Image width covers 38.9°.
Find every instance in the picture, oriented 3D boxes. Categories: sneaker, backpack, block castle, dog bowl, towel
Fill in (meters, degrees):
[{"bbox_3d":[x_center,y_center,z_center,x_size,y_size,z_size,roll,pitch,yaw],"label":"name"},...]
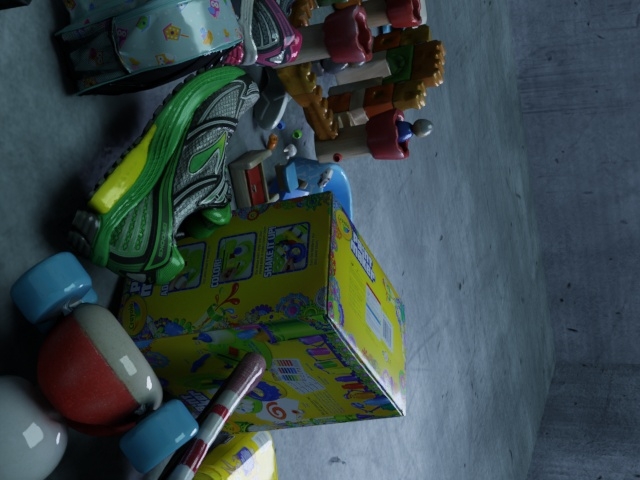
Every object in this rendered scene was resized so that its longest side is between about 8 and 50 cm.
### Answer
[{"bbox_3d":[-0.162,-0.080,1.107,0.146,0.134,0.343,33,56,-6],"label":"sneaker"},{"bbox_3d":[-0.092,-0.356,1.286,0.121,0.112,0.299,110,-21,-56],"label":"sneaker"},{"bbox_3d":[-0.192,-0.251,1.052,0.166,0.188,0.144,-40,124,-58],"label":"backpack"},{"bbox_3d":[0.081,-0.370,1.551,0.303,0.212,0.453,63,27,-43],"label":"block castle"},{"bbox_3d":[-0.066,-0.239,1.481,0.061,0.053,0.152,54,41,-55],"label":"sneaker"},{"bbox_3d":[0.000,0.000,1.587,0.166,0.074,0.297,-5,93,-65],"label":"dog bowl"},{"bbox_3d":[-0.176,0.297,1.031,0.329,0.037,0.237,-58,-177,-38],"label":"towel"}]

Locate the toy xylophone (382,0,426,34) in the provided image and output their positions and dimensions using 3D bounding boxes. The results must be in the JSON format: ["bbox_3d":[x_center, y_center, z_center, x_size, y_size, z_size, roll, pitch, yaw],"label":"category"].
[{"bbox_3d":[0.150,-0.563,1.927,0.236,0.081,0.323,-29,115,-62],"label":"toy xylophone"}]

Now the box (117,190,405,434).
[{"bbox_3d":[-0.064,0.109,1.177,0.290,0.279,0.177,56,30,-50],"label":"box"}]

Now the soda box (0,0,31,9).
[{"bbox_3d":[-0.343,-0.309,0.890,0.169,0.053,0.060,59,39,-46],"label":"soda box"}]

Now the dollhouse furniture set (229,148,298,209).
[{"bbox_3d":[-0.063,-0.034,1.386,0.129,0.129,0.184,-45,130,-57],"label":"dollhouse furniture set"}]

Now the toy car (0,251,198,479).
[{"bbox_3d":[-0.281,0.174,0.901,0.219,0.238,0.210,53,-15,4],"label":"toy car"}]

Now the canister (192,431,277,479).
[{"bbox_3d":[-0.128,0.350,1.296,0.170,0.073,0.126,-29,115,-64],"label":"canister"}]

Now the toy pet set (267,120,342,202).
[{"bbox_3d":[-0.046,-0.111,1.464,0.114,0.122,0.065,-62,177,28],"label":"toy pet set"}]
